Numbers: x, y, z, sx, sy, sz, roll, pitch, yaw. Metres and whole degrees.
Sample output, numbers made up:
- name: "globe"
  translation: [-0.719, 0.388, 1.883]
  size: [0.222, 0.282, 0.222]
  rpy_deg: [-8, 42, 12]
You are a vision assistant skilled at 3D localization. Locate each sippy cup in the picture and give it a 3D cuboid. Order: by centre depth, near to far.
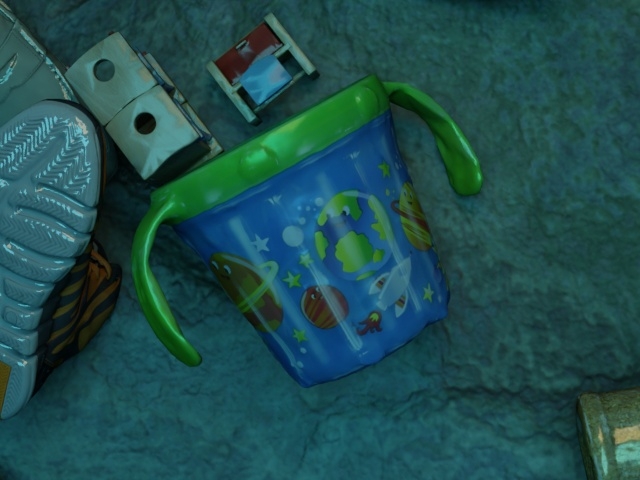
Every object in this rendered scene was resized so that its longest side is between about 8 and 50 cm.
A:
- name: "sippy cup"
  translation: [0.000, 0.000, 1.215]
  size: [0.306, 0.240, 0.224]
  rpy_deg: [-28, 97, 13]

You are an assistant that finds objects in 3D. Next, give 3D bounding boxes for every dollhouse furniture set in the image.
- name: "dollhouse furniture set"
  translation: [-0.118, -0.158, 1.269]
  size: [0.184, 0.129, 0.129]
  rpy_deg: [-38, 85, 4]

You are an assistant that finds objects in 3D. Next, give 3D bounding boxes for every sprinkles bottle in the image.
- name: "sprinkles bottle"
  translation: [0.415, 0.167, 1.207]
  size: [0.356, 0.121, 0.121]
  rpy_deg: [-11, 87, 5]

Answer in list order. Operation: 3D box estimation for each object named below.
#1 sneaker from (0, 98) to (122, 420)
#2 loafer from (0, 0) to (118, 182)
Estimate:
- name: "sneaker"
  translation: [-0.249, -0.001, 1.238]
  size: [0.125, 0.180, 0.321]
  rpy_deg: [28, 117, 7]
- name: "loafer"
  translation: [-0.322, -0.169, 1.299]
  size: [0.319, 0.111, 0.112]
  rpy_deg: [45, 92, 6]
